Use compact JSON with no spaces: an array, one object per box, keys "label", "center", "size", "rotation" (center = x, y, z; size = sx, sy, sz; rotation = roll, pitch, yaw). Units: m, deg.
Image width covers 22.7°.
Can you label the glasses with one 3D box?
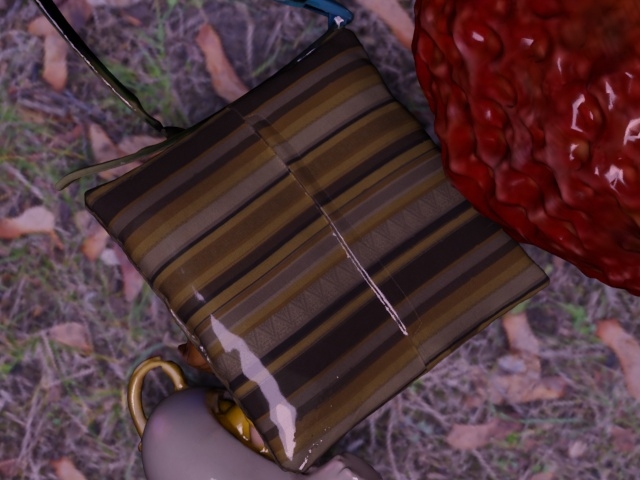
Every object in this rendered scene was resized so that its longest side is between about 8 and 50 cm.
[{"label":"glasses","center":[-0.108,-0.124,1.072],"size":[0.239,0.102,0.206],"rotation":[16,130,1]}]

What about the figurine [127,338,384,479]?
[{"label":"figurine","center":[-0.027,0.098,1.065],"size":[0.189,0.142,0.263],"rotation":[33,103,9]}]

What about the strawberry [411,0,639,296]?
[{"label":"strawberry","center":[0.199,-0.079,0.922],"size":[0.292,0.292,0.309],"rotation":[1,74,5]}]

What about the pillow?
[{"label":"pillow","center":[0.000,0.000,0.970],"size":[0.208,0.052,0.212],"rotation":[-36,83,-17]}]
